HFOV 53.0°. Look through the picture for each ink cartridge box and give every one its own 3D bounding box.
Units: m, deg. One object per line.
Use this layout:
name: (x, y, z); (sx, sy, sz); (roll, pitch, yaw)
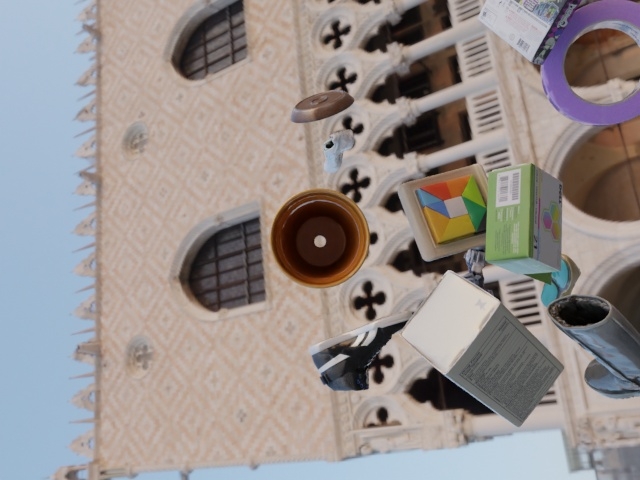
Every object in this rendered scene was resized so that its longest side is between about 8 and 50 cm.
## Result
ink cartridge box: (0.444, -0.025, 1.294); (0.255, 0.097, 0.188); (18, -108, -40)

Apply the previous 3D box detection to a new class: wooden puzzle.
wooden puzzle: (0.348, -0.079, 1.677); (0.044, 0.239, 0.221); (93, 160, -73)

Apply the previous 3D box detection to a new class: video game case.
video game case: (0.459, -0.526, 1.387); (0.042, 0.210, 0.232); (5, -143, -29)

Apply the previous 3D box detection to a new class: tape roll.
tape roll: (0.653, -0.403, 1.477); (0.090, 0.275, 0.274); (-24, -83, -71)

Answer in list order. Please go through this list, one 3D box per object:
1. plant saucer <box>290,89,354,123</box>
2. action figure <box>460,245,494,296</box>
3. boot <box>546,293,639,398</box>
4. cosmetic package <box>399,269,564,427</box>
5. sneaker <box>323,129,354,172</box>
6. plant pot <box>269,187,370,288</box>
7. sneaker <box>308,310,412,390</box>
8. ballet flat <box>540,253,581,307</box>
plant saucer: (0.001, -0.340, 1.604); (0.168, 0.168, 0.029); (-59, -43, -52)
action figure: (0.428, 0.097, 1.785); (0.185, 0.099, 0.285); (-45, -43, -46)
boot: (0.390, 0.151, 0.897); (0.208, 0.190, 0.076); (28, -112, -19)
cosmetic package: (0.292, 0.197, 1.137); (0.153, 0.129, 0.296); (-51, -49, -2)
sneaker: (0.030, -0.224, 1.604); (0.061, 0.152, 0.053); (-6, -120, -25)
plant pot: (0.000, 0.000, 1.390); (0.188, 0.205, 0.205); (67, -171, -87)
sneaker: (0.096, 0.226, 1.257); (0.079, 0.217, 0.121); (9, -121, -77)
ballet flat: (0.582, 0.087, 1.538); (0.080, 0.073, 0.232); (60, 170, 29)
